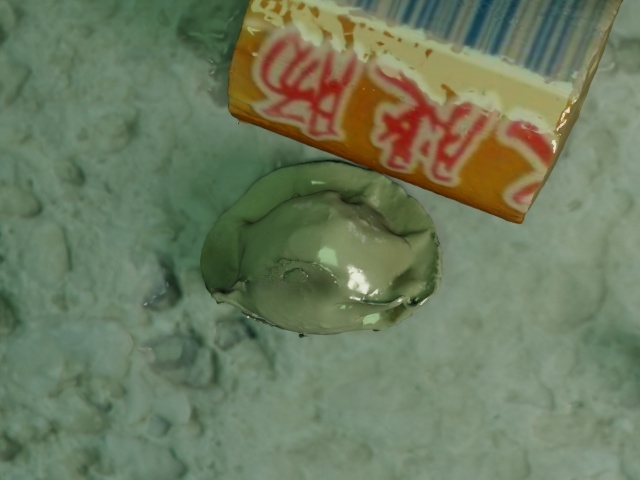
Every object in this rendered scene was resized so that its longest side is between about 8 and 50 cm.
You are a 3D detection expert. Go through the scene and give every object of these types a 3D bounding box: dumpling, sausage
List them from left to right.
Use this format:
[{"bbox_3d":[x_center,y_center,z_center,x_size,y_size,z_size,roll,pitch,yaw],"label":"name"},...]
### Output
[{"bbox_3d":[0.000,0.000,1.237,0.247,0.142,0.172,5,65,18],"label":"dumpling"},{"bbox_3d":[0.093,-0.164,1.122,0.287,0.233,0.233,21,103,7],"label":"sausage"}]
